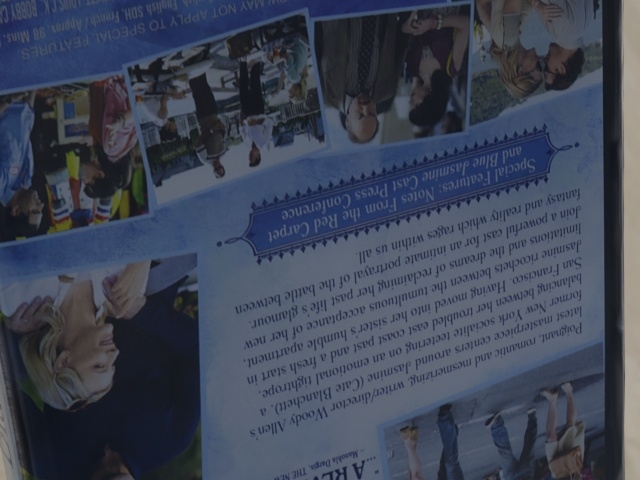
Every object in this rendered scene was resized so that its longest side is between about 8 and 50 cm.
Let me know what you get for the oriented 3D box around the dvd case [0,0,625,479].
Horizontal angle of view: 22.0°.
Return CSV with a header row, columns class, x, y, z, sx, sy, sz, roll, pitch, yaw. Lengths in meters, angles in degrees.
class,x,y,z,sx,sy,sz,roll,pitch,yaw
dvd case,0.000,0.000,0.425,0.180,0.022,0.253,-16,117,-22
